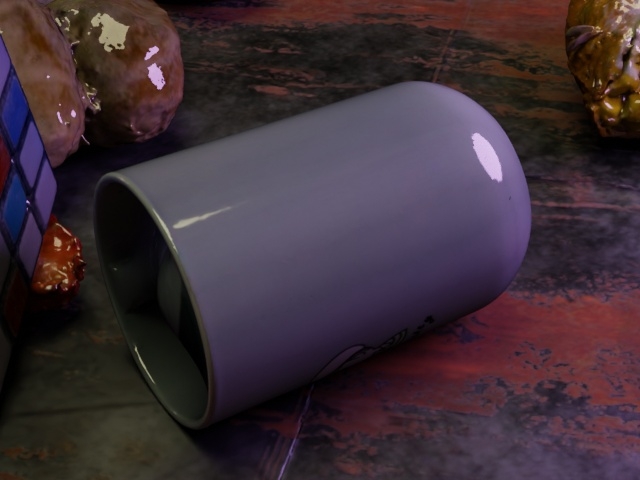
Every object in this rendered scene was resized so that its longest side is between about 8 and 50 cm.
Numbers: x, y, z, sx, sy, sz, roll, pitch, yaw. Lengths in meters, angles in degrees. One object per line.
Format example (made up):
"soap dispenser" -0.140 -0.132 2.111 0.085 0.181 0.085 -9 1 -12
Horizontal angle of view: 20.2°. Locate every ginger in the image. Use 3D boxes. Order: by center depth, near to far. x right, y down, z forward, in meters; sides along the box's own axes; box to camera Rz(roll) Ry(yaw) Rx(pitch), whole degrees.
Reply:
"ginger" -0.245 -0.165 1.691 0.304 0.155 0.244 -4 35 -39

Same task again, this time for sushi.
"sushi" 0.349 -0.200 1.697 0.296 0.167 0.179 -25 20 -38

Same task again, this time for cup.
"cup" 0.000 0.000 1.407 0.312 0.205 0.205 -20 39 -22

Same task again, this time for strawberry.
"strawberry" -0.284 0.020 1.525 0.188 0.082 0.121 22 59 17

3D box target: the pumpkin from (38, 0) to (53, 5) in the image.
"pumpkin" -0.389 -0.403 2.009 0.332 0.199 0.332 -5 35 3

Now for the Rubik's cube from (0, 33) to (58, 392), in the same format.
"Rubik's cube" -0.388 -0.020 1.345 0.292 0.287 0.293 2 56 10
